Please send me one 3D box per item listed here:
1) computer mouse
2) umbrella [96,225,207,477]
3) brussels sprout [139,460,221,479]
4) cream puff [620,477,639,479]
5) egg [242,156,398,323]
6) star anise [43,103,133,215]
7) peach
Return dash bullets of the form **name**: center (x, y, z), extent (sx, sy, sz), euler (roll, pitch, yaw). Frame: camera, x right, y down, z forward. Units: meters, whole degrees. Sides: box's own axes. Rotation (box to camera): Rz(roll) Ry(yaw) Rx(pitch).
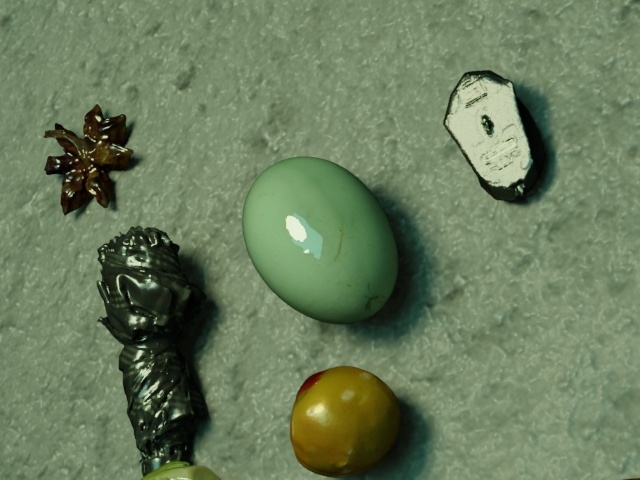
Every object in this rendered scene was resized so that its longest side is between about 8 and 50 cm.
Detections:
- **computer mouse**: center (0.209, -0.123, 1.885), extent (0.099, 0.057, 0.172), euler (-29, 72, 21)
- **umbrella**: center (-0.200, 0.148, 2.031), extent (0.154, 0.128, 0.337), euler (-37, 63, 48)
- **brussels sprout**: center (-0.178, 0.348, 1.933), extent (0.155, 0.117, 0.155), euler (5, 106, 16)
- **cream puff**: center (0.345, 0.305, 1.558), extent (0.269, 0.241, 0.155), euler (-26, 64, -9)
- **egg**: center (0.000, 0.000, 1.910), extent (0.168, 0.168, 0.231), euler (-43, 60, 14)
- **star anise**: center (-0.323, -0.112, 2.237), extent (0.168, 0.057, 0.168), euler (-5, 78, 25)
- **peach**: center (0.029, 0.209, 1.842), extent (0.138, 0.138, 0.138), euler (-11, 68, 30)
